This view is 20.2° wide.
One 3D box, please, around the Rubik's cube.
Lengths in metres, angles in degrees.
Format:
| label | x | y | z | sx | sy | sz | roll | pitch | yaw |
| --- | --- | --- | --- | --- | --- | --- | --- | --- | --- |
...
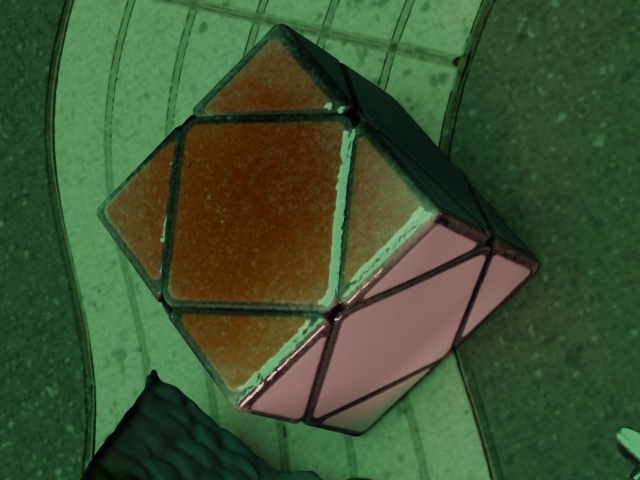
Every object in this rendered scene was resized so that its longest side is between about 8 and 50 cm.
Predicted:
| label | x | y | z | sx | sy | sz | roll | pitch | yaw |
| --- | --- | --- | --- | --- | --- | --- | --- | --- | --- |
| Rubik's cube | 0.000 | 0.000 | 1.336 | 0.207 | 0.205 | 0.205 | -45 | 63 | 10 |

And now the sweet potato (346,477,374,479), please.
| label | x | y | z | sx | sy | sz | roll | pitch | yaw |
| --- | --- | --- | --- | --- | --- | --- | --- | --- | --- |
| sweet potato | 0.130 | 0.213 | 1.302 | 0.281 | 0.059 | 0.067 | 3 | 71 | 27 |

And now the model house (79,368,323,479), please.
| label | x | y | z | sx | sy | sz | roll | pitch | yaw |
| --- | --- | --- | --- | --- | --- | --- | --- | --- | --- |
| model house | -0.096 | 0.354 | 1.280 | 0.339 | 0.297 | 0.360 | 33 | 105 | -3 |

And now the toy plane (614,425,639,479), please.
| label | x | y | z | sx | sy | sz | roll | pitch | yaw |
| --- | --- | --- | --- | --- | --- | --- | --- | --- | --- |
| toy plane | 0.297 | 0.069 | 1.215 | 0.155 | 0.106 | 0.381 | 39 | 86 | 18 |
